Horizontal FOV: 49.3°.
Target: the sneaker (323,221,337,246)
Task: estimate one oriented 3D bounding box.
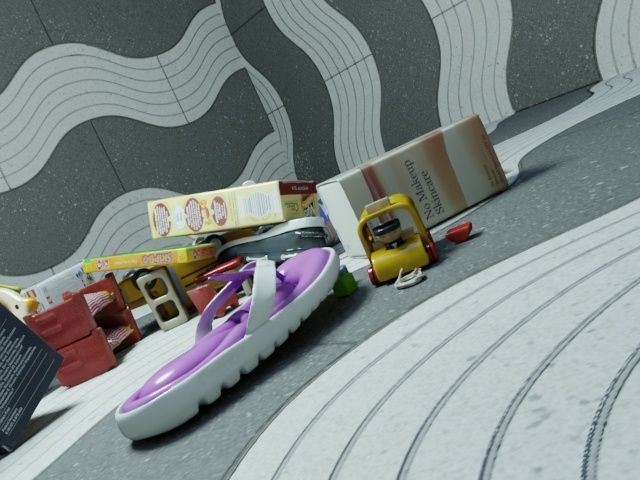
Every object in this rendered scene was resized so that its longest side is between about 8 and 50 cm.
[{"bbox_3d":[0.000,0.000,1.495,0.134,0.050,0.070,-32,12,-29],"label":"sneaker"}]

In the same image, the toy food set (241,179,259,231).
[{"bbox_3d":[-0.118,-0.072,1.674,0.111,0.232,0.104,-62,0,9],"label":"toy food set"}]

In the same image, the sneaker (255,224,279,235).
[{"bbox_3d":[-0.118,-0.020,1.835,0.106,0.101,0.267,-21,7,43],"label":"sneaker"}]

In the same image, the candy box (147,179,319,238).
[{"bbox_3d":[-0.183,-0.065,1.489,0.317,0.087,0.183,-6,1,23],"label":"candy box"}]

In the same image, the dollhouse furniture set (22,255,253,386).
[{"bbox_3d":[-0.328,0.114,1.326,0.374,0.152,0.201,-24,7,1],"label":"dollhouse furniture set"}]

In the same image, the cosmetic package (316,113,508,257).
[{"bbox_3d":[0.164,-0.097,1.252,0.296,0.153,0.129,-28,7,-16],"label":"cosmetic package"}]

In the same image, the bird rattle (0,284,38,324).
[{"bbox_3d":[-0.636,0.165,1.284,0.207,0.143,0.253,9,60,14],"label":"bird rattle"}]

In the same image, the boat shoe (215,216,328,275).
[{"bbox_3d":[-0.108,0.032,1.438,0.114,0.091,0.303,1,-15,-43],"label":"boat shoe"}]

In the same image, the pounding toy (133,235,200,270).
[{"bbox_3d":[-0.356,0.049,1.681,0.181,0.205,0.094,-21,8,26],"label":"pounding toy"}]

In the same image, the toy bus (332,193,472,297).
[{"bbox_3d":[0.102,-0.010,1.000,0.191,0.104,0.202,-30,9,-36],"label":"toy bus"}]

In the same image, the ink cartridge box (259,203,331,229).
[{"bbox_3d":[-0.155,-0.014,2.050,0.324,0.071,0.330,-27,6,-25],"label":"ink cartridge box"}]

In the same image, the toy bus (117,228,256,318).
[{"bbox_3d":[-0.295,0.076,1.587,0.333,0.130,0.108,-28,9,-28],"label":"toy bus"}]

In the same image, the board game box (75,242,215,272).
[{"bbox_3d":[-0.358,0.036,1.427,0.260,0.039,0.124,-3,3,18],"label":"board game box"}]

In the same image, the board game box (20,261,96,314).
[{"bbox_3d":[-0.552,0.163,1.558,0.053,0.192,0.305,-24,7,2],"label":"board game box"}]

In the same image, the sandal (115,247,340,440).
[{"bbox_3d":[-0.100,0.084,0.870,0.169,0.102,0.416,-23,13,34],"label":"sandal"}]

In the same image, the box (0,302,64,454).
[{"bbox_3d":[-0.631,0.182,1.030,0.344,0.312,0.178,-20,34,28],"label":"box"}]
